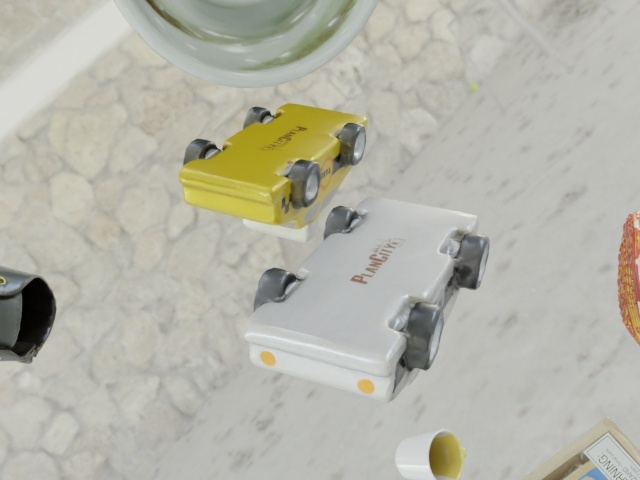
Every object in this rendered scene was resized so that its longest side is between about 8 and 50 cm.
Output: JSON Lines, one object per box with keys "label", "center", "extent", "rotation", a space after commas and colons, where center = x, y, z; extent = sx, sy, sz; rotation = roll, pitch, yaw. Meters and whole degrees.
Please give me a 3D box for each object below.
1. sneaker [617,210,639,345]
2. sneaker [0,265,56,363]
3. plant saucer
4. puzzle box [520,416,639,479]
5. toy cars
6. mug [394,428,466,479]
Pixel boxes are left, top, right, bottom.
{"label": "sneaker", "center": [0.237, 0.046, 0.549], "extent": [0.067, 0.064, 0.175], "rotation": [-5, 43, 0]}
{"label": "sneaker", "center": [-0.232, 0.035, 0.447], "extent": [0.222, 0.118, 0.083], "rotation": [-37, -44, -80]}
{"label": "plant saucer", "center": [-0.095, -0.399, 1.066], "extent": [0.400, 0.400, 0.100], "rotation": [-46, 33, -5]}
{"label": "puzzle box", "center": [0.249, 0.363, 0.616], "extent": [0.272, 0.409, 0.052], "rotation": [-30, -28, -19]}
{"label": "toy cars", "center": [0.000, 0.000, 0.589], "extent": [0.177, 0.087, 0.393], "rotation": [-6, 28, -16]}
{"label": "mug", "center": [0.124, 0.252, 0.966], "extent": [0.064, 0.078, 0.062], "rotation": [-17, 44, 46]}
